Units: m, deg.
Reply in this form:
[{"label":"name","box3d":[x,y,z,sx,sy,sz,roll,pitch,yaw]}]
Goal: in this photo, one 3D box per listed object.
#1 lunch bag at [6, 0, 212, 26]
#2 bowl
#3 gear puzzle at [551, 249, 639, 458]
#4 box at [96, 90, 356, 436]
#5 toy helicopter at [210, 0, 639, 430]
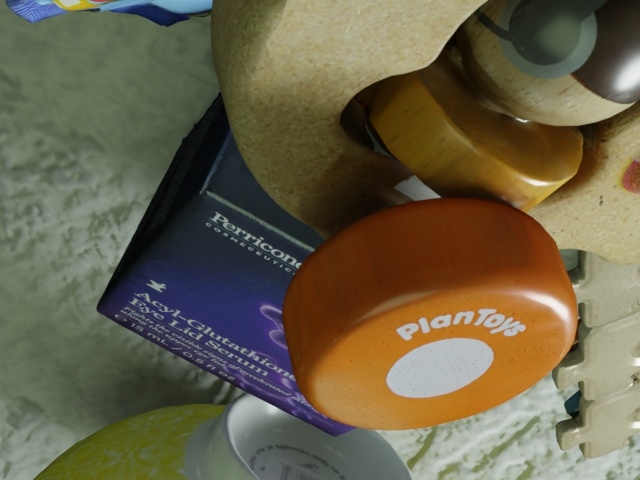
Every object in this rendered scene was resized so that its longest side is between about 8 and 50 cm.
[{"label":"lunch bag","box3d":[-0.019,-0.247,0.489,0.221,0.138,0.293,-12,93,21]},{"label":"bowl","box3d":[-0.031,0.177,0.744,0.289,0.289,0.156,25,114,-8]},{"label":"gear puzzle","box3d":[0.180,-0.004,0.618,0.175,0.044,0.339,-21,148,-2]},{"label":"box","box3d":[0.000,0.000,0.651,0.153,0.108,0.207,29,156,-10]},{"label":"toy helicopter","box3d":[0.146,-0.074,0.391,0.355,0.140,0.235,-4,144,-15]}]
